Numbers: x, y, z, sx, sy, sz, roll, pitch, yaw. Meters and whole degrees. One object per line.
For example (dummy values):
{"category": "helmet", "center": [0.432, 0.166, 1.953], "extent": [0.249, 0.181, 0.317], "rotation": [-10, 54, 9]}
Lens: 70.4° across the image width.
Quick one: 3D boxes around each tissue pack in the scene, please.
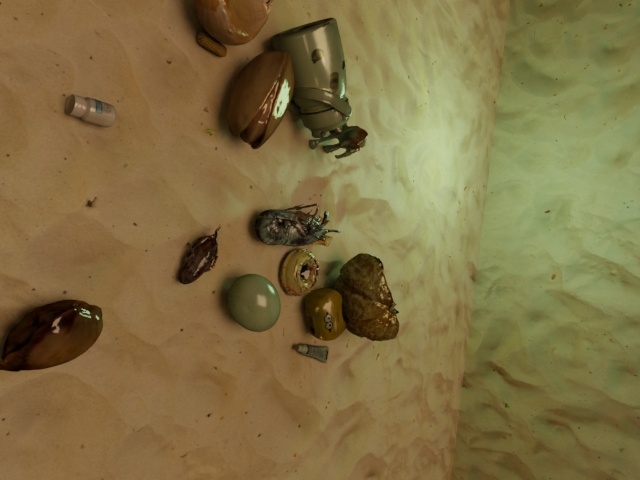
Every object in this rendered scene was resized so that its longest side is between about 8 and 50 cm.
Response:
{"category": "tissue pack", "center": [0.011, 0.267, 1.625], "extent": [0.127, 0.123, 0.178], "rotation": [-22, 112, -39]}

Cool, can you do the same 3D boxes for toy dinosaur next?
{"category": "toy dinosaur", "center": [0.081, -0.365, 1.612], "extent": [0.092, 0.206, 0.393], "rotation": [65, 28, -24]}

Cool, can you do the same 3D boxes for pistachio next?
{"category": "pistachio", "center": [-0.163, -0.407, 1.283], "extent": [0.162, 0.181, 0.293], "rotation": [33, 74, -31]}
{"category": "pistachio", "center": [-0.549, 0.193, 0.922], "extent": [0.210, 0.130, 0.165], "rotation": [-36, 161, -44]}

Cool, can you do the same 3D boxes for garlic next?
{"category": "garlic", "center": [-0.226, -0.604, 1.195], "extent": [0.164, 0.145, 0.245], "rotation": [-53, 167, 32]}

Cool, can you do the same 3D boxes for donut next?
{"category": "donut", "center": [-0.065, 0.111, 1.557], "extent": [0.175, 0.068, 0.174], "rotation": [-6, 98, -51]}
{"category": "donut", "center": [0.000, 0.000, 1.632], "extent": [0.083, 0.067, 0.038], "rotation": [-32, 139, -75]}

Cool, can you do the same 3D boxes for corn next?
{"category": "corn", "center": [-0.291, -0.528, 1.226], "extent": [0.092, 0.037, 0.037], "rotation": [17, 81, -55]}

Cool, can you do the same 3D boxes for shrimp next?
{"category": "shrimp", "center": [-0.047, -0.050, 1.481], "extent": [0.372, 0.172, 0.137], "rotation": [-13, 98, -43]}
{"category": "shrimp", "center": [-0.319, 0.036, 1.229], "extent": [0.075, 0.073, 0.190], "rotation": [45, 65, -49]}

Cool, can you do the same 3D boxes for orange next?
{"category": "orange", "center": [0.157, 0.228, 1.722], "extent": [0.210, 0.271, 0.368], "rotation": [-24, 121, -6]}

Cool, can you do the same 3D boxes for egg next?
{"category": "egg", "center": [-0.194, 0.185, 1.338], "extent": [0.149, 0.149, 0.192], "rotation": [-50, 137, -36]}

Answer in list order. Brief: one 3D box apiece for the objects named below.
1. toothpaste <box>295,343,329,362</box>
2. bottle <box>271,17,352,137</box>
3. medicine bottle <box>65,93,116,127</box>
{"category": "toothpaste", "center": [-0.027, 0.409, 1.666], "extent": [0.216, 0.037, 0.062], "rotation": [31, 69, -53]}
{"category": "bottle", "center": [-0.017, -0.494, 1.446], "extent": [0.229, 0.229, 0.351], "rotation": [-43, 129, -40]}
{"category": "medicine bottle", "center": [-0.495, -0.281, 0.982], "extent": [0.089, 0.052, 0.052], "rotation": [8, 88, -51]}
